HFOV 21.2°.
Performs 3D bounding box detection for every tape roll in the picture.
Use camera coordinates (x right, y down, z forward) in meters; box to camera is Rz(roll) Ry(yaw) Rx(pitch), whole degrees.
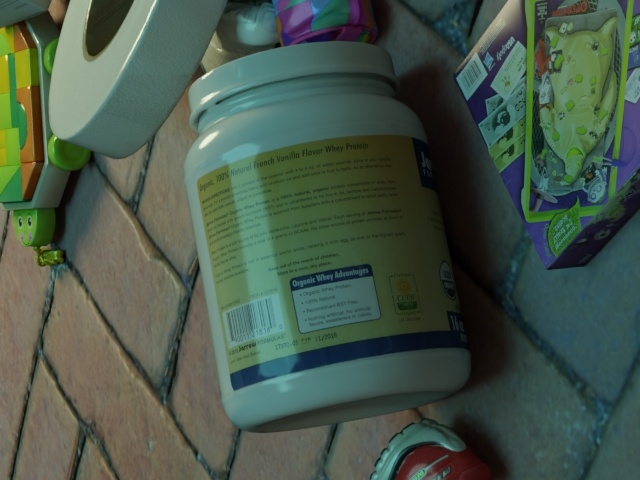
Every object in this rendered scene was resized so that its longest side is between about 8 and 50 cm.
[{"bbox_3d":[-0.182,-0.278,1.820,0.392,0.072,0.392,-49,30,41],"label":"tape roll"}]

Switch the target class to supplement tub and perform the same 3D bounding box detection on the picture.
[{"bbox_3d":[0.000,0.000,1.540,0.228,0.228,0.316,-26,71,55],"label":"supplement tub"}]

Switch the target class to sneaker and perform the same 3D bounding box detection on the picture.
[{"bbox_3d":[0.090,0.303,1.550,0.118,0.107,0.279,31,121,42],"label":"sneaker"},{"bbox_3d":[-0.075,-0.203,1.777,0.232,0.090,0.115,-157,56,-71],"label":"sneaker"}]

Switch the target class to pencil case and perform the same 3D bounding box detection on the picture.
[{"bbox_3d":[-0.008,-0.294,1.650,0.104,0.104,0.236,-22,75,56],"label":"pencil case"}]

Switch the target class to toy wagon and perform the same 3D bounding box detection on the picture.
[{"bbox_3d":[-0.393,-0.135,2.296,0.267,0.068,0.344,-1,92,58],"label":"toy wagon"}]

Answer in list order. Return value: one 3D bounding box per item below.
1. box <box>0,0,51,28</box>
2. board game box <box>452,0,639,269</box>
[{"bbox_3d":[-0.400,-0.382,2.179,0.182,0.119,0.181,-5,63,58],"label":"box"},{"bbox_3d":[0.236,-0.158,1.325,0.347,0.056,0.208,-53,46,46],"label":"board game box"}]
